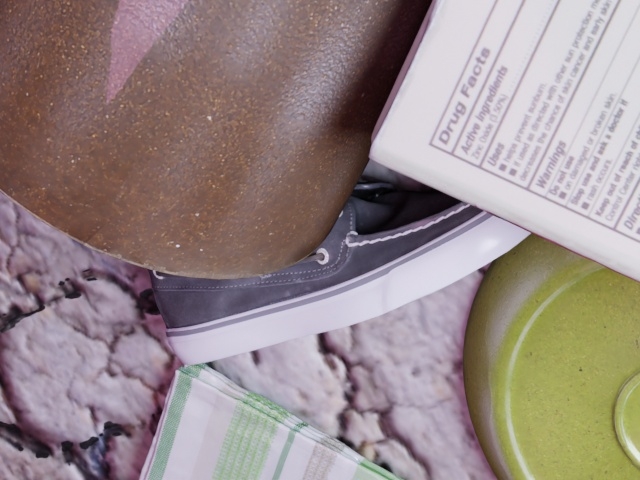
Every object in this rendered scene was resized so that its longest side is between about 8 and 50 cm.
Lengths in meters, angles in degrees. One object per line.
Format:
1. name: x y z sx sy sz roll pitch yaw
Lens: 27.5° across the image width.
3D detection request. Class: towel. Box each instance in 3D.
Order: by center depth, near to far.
1. towel: -0.030 0.146 0.768 0.152 0.023 0.113 27 120 12

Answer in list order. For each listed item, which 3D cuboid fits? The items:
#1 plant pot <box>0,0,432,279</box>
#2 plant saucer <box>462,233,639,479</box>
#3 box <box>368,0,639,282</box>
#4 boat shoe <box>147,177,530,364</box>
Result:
1. plant pot: -0.026 -0.138 0.531 0.215 0.215 0.230 42 126 6
2. plant saucer: 0.179 0.083 0.633 0.241 0.037 0.240 9 113 23
3. box: 0.157 -0.056 0.504 0.232 0.127 0.148 26 103 5
4. boat shoe: 0.000 0.000 0.669 0.229 0.080 0.076 -19 101 37
